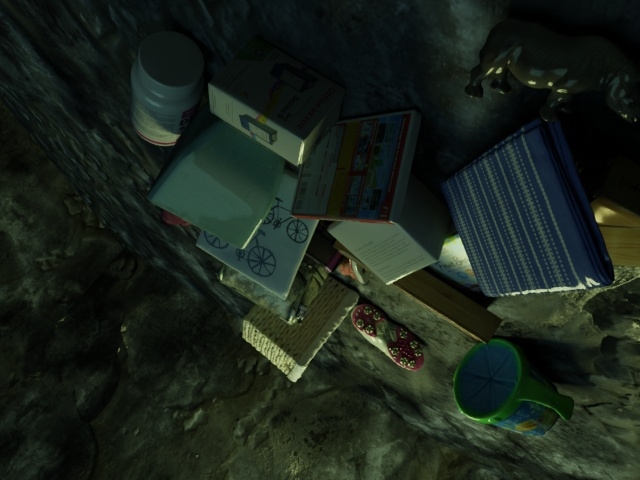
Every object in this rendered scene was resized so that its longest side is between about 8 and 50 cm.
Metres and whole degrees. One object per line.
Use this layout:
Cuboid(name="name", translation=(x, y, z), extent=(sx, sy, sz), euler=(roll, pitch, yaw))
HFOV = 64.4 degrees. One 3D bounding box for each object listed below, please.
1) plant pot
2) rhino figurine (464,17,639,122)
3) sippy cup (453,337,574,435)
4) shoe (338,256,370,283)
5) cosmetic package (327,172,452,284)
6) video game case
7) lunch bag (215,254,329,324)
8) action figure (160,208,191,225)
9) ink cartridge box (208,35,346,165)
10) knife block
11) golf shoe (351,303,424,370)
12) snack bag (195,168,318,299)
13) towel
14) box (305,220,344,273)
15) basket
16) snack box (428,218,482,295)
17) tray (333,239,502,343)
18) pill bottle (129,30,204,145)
Cuboid(name="plant pot", translation=(-0.190, -0.183, 1.131), extent=(0.247, 0.248, 0.252), euler=(30, 132, -20))
Cuboid(name="rhino figurine", translation=(0.313, -0.208, 0.639), extent=(0.243, 0.073, 0.106), euler=(24, 136, 21))
Cuboid(name="sippy cup", translation=(0.529, 0.421, 1.399), extent=(0.224, 0.240, 0.305), euler=(32, -162, -21))
Cuboid(name="shoe", translation=(0.090, 0.065, 1.484), extent=(0.081, 0.064, 0.178), euler=(18, 157, 23))
Cuboid(name="cosmetic package", translation=(0.146, -0.038, 1.053), extent=(0.183, 0.151, 0.151), euler=(43, 137, -15))
Cuboid(name="video game case", translation=(0.057, -0.137, 0.981), extent=(0.025, 0.204, 0.285), euler=(18, 173, -41))
Cuboid(name="lunch bag", translation=(-0.130, 0.081, 1.525), extent=(0.305, 0.256, 0.212), euler=(28, 172, 11))
Cuboid(name="action figure", translation=(-0.413, -0.103, 1.615), extent=(0.248, 0.276, 0.370), euler=(39, 144, -25))
Cuboid(name="ink cartridge box", translation=(-0.082, -0.265, 0.966), extent=(0.212, 0.154, 0.093), euler=(34, 155, 6))
Cuboid(name="knife block", translation=(0.499, -0.008, 0.756), extent=(0.242, 0.088, 0.276), euler=(32, 157, 8))
Cuboid(name="golf shoe", translation=(0.231, 0.334, 1.780), extent=(0.306, 0.115, 0.140), euler=(43, 167, -1))
Cuboid(name="snack bag", translation=(-0.166, -0.058, 1.377), extent=(0.323, 0.343, 0.037), euler=(29, -159, 15))
Cuboid(name="towel", translation=(0.311, -0.031, 0.817), extent=(0.336, 0.040, 0.243), euler=(139, 112, -77))
Cuboid(name="box", translation=(0.000, 0.000, 1.416), extent=(0.162, 0.116, 0.029), euler=(37, 158, -2))
Cuboid(name="basket", translation=(-0.078, 0.276, 1.805), extent=(0.266, 0.331, 0.328), euler=(38, 157, 7))
Cuboid(name="snack box", translation=(0.322, 0.033, 1.097), extent=(0.174, 0.070, 0.207), euler=(37, 156, -9))
Cuboid(name="tray", translation=(0.228, 0.100, 1.253), extent=(0.410, 0.076, 0.203), euler=(32, -178, 7))
Cuboid(name="pill bottle", translation=(-0.358, -0.345, 1.181), extent=(0.160, 0.160, 0.283), euler=(39, 157, -9))
